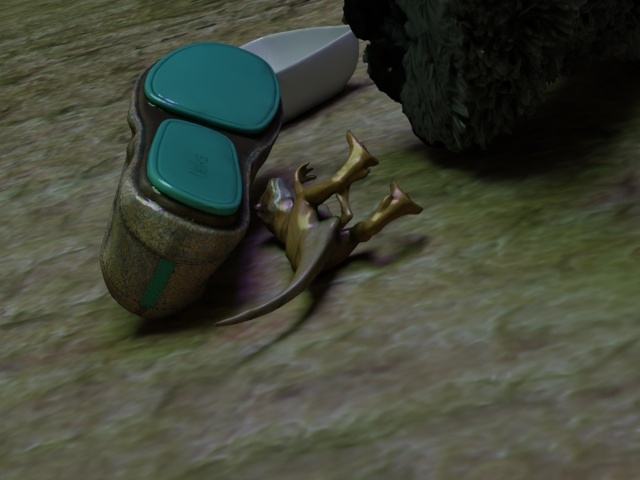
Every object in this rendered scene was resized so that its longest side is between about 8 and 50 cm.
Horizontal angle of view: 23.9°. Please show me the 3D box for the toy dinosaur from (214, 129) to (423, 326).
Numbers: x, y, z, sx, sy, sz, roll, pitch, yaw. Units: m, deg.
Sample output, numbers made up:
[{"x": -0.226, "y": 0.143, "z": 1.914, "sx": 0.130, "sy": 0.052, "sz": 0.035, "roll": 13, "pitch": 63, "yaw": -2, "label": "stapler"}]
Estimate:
[{"x": 0.000, "y": 0.000, "z": 0.898, "sx": 0.112, "sy": 0.064, "sz": 0.211, "roll": -43, "pitch": 12, "yaw": 9, "label": "toy dinosaur"}]

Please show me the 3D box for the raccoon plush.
[{"x": 0.200, "y": -0.201, "z": 0.972, "sx": 0.299, "sy": 0.216, "sz": 0.446, "roll": -21, "pitch": 6, "yaw": -16, "label": "raccoon plush"}]

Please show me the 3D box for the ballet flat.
[{"x": -0.093, "y": -0.044, "z": 1.007, "sx": 0.107, "sy": 0.106, "sz": 0.316, "roll": 22, "pitch": 23, "yaw": -3, "label": "ballet flat"}]

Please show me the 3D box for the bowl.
[{"x": -0.045, "y": -0.137, "z": 1.317, "sx": 0.142, "sy": 0.053, "sz": 0.142, "roll": 3, "pitch": 27, "yaw": 46, "label": "bowl"}]
